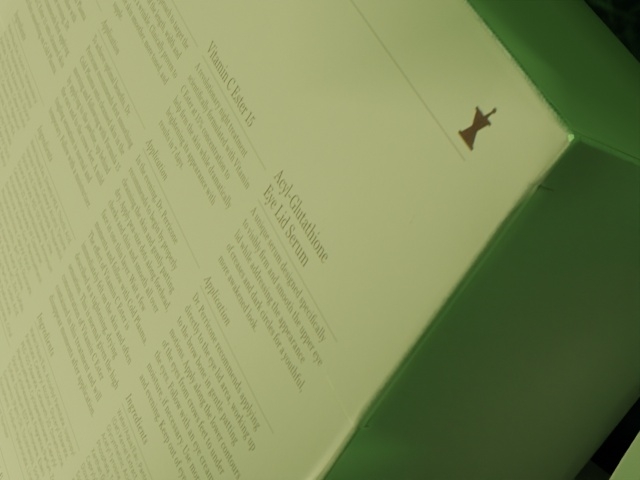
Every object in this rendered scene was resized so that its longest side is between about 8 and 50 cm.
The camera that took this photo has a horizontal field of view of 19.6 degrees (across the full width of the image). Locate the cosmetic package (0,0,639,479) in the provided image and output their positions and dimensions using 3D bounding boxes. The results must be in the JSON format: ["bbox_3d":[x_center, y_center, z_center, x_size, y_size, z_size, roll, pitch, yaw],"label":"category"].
[{"bbox_3d":[-0.034,-0.016,0.697,0.284,0.097,0.377,-57,36,23],"label":"cosmetic package"}]

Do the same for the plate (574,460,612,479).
[{"bbox_3d":[0.032,0.192,0.821,0.277,0.045,0.278,-46,49,-9],"label":"plate"}]

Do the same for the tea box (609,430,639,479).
[{"bbox_3d":[0.284,0.159,0.530,0.329,0.323,0.220,23,68,37],"label":"tea box"}]
